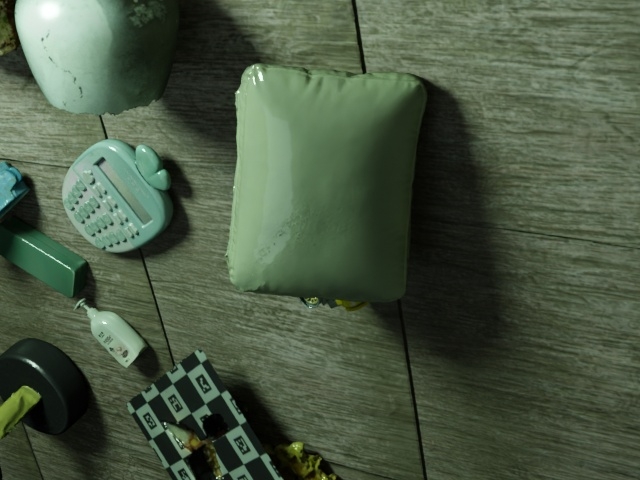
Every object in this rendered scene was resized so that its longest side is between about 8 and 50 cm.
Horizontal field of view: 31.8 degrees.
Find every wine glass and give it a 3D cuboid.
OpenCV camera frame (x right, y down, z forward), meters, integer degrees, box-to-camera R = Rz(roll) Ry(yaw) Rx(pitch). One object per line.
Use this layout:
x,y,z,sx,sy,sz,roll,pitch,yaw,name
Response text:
-0.312,-0.347,1.535,0.238,0.238,0.323,15,119,27,wine glass

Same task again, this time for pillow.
0.005,-0.073,1.501,0.255,0.120,0.322,5,110,-3,pillow

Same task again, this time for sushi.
-0.180,0.380,2.049,0.343,0.064,0.359,57,142,4,sushi

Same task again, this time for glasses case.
-0.514,0.030,2.067,0.184,0.039,0.078,30,132,15,glasses case

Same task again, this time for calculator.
-0.334,-0.075,1.867,0.295,0.042,0.184,-29,101,46,calculator

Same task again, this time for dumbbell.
-0.624,0.354,2.171,0.203,0.322,0.204,19,129,25,dumbbell

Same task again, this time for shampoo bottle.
-0.390,0.162,2.068,0.152,0.045,0.077,47,135,0,shampoo bottle

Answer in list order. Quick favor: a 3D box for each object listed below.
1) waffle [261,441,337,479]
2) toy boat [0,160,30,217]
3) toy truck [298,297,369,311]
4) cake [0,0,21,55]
-0.006,0.473,2.010,0.291,0.051,0.291,18,127,26,waffle
-0.615,-0.063,2.022,0.215,0.102,0.088,-38,96,5,toy boat
0.000,0.000,1.645,0.114,0.098,0.227,-19,110,38,toy truck
-0.533,-0.390,1.739,0.135,0.112,0.246,28,129,13,cake
